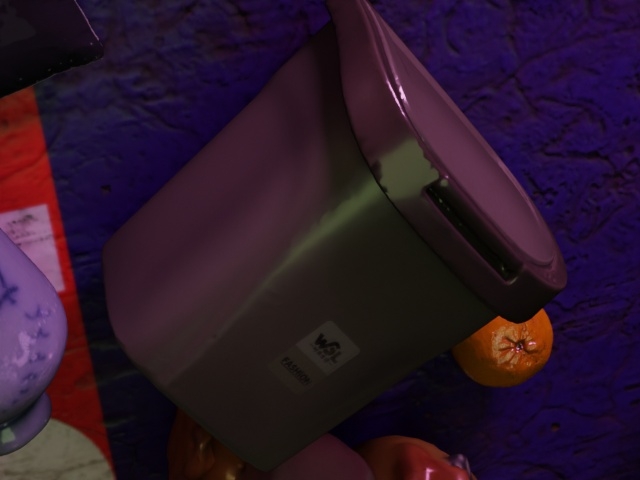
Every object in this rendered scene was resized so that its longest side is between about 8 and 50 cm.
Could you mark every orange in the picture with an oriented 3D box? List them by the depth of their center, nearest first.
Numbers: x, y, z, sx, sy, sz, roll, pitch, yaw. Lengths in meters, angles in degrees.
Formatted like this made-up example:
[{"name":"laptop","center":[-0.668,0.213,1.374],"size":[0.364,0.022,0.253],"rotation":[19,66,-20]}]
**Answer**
[{"name":"orange","center":[0.142,0.077,1.016],"size":[0.083,0.070,0.083],"rotation":[-6,111,-16]}]

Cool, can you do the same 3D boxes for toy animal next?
[{"name":"toy animal","center":[0.014,0.218,0.991],"size":[0.281,0.195,0.169],"rotation":[7,151,-17]}]

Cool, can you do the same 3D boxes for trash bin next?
[{"name":"trash bin","center":[0.000,0.000,0.861],"size":[0.250,0.219,0.220],"rotation":[-39,118,9]}]

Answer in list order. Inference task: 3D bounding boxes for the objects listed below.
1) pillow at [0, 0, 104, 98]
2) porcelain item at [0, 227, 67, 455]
[{"name":"pillow","center":[-0.234,-0.174,0.780],"size":[0.141,0.055,0.208],"rotation":[-24,121,-5]},{"name":"porcelain item","center":[-0.249,0.024,0.815],"size":[0.141,0.141,0.259],"rotation":[-23,122,-7]}]
